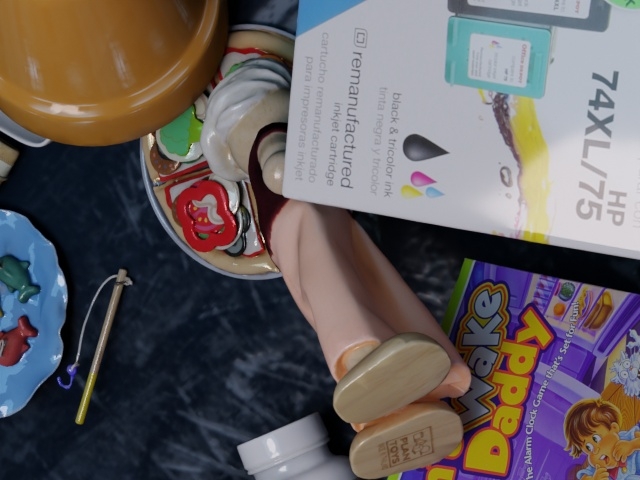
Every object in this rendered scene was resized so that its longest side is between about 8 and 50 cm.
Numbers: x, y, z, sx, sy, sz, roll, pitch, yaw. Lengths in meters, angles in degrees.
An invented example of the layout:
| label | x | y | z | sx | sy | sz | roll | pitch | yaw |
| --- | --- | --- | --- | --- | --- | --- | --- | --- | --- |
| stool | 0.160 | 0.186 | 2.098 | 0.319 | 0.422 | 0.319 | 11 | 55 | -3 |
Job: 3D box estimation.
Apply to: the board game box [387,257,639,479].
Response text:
| label | x | y | z | sx | sy | sz | roll | pitch | yaw |
| --- | --- | --- | --- | --- | --- | --- | --- | --- | --- |
| board game box | 0.140 | 0.201 | 1.001 | 0.233 | 0.078 | 0.347 | 11 | 79 | 47 |

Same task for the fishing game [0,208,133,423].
| label | x | y | z | sx | sy | sz | roll | pitch | yaw |
| --- | --- | --- | --- | --- | --- | --- | --- | --- | --- |
| fishing game | -0.301 | 0.061 | 1.359 | 0.264 | 0.041 | 0.189 | 22 | 93 | 16 |

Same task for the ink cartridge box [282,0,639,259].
| label | x | y | z | sx | sy | sz | roll | pitch | yaw |
| --- | --- | --- | --- | --- | --- | --- | --- | --- | --- |
| ink cartridge box | 0.147 | -0.108 | 0.942 | 0.270 | 0.197 | 0.198 | 10 | 101 | 26 |

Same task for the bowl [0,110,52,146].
| label | x | y | z | sx | sy | sz | roll | pitch | yaw |
| --- | --- | --- | --- | --- | --- | --- | --- | --- | --- |
| bowl | -0.236 | -0.162 | 1.318 | 0.142 | 0.053 | 0.142 | 35 | 111 | 20 |

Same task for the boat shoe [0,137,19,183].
| label | x | y | z | sx | sy | sz | roll | pitch | yaw |
| --- | --- | --- | --- | --- | --- | --- | --- | --- | --- |
| boat shoe | -0.332 | -0.118 | 1.373 | 0.190 | 0.068 | 0.072 | 42 | 101 | 6 |

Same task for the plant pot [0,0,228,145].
| label | x | y | z | sx | sy | sz | roll | pitch | yaw |
| --- | --- | --- | --- | --- | --- | --- | --- | --- | --- |
| plant pot | -0.176 | -0.194 | 1.162 | 0.205 | 0.188 | 0.205 | 0 | 74 | 1 |

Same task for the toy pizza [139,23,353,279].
| label | x | y | z | sx | sy | sz | roll | pitch | yaw |
| --- | --- | --- | --- | --- | --- | --- | --- | --- | --- |
| toy pizza | -0.061 | -0.068 | 1.252 | 0.201 | 0.032 | 0.201 | 4 | 98 | 27 |

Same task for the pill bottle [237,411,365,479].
| label | x | y | z | sx | sy | sz | roll | pitch | yaw |
| --- | --- | --- | --- | --- | --- | --- | --- | --- | --- |
| pill bottle | 0.000 | 0.221 | 1.224 | 0.094 | 0.094 | 0.169 | -25 | 85 | 27 |

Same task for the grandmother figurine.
| label | x | y | z | sx | sy | sz | roll | pitch | yaw |
| --- | --- | --- | --- | --- | --- | --- | --- | --- | --- |
| grandmother figurine | 0.000 | 0.000 | 1.089 | 0.208 | 0.104 | 0.342 | 87 | 164 | -46 |
